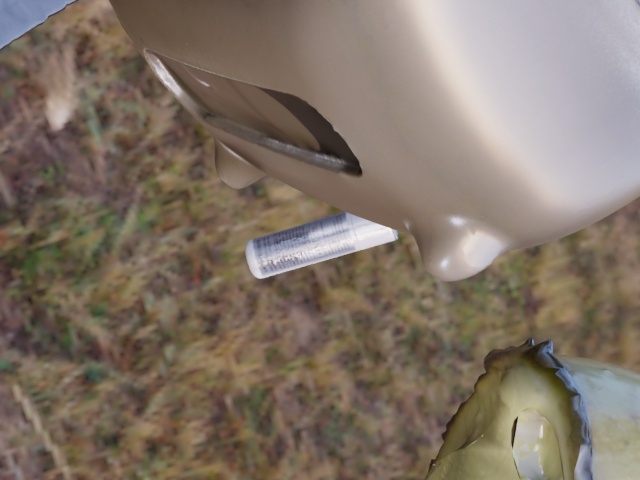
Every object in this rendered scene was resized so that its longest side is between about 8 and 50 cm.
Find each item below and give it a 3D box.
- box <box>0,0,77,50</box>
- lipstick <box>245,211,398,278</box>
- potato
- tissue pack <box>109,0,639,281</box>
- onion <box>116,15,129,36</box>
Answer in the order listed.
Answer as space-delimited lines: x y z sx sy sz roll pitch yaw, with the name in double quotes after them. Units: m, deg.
-0.212 -0.200 0.531 0.058 0.211 0.350 39 -18 54 "box"
0.000 0.000 1.493 0.040 0.141 0.040 -15 90 -84 "lipstick"
0.183 0.203 1.033 0.242 0.242 0.285 -23 130 -64 "potato"
0.044 -0.155 0.862 0.277 0.387 0.267 -50 122 -11 "tissue pack"
-0.033 -0.255 1.307 0.232 0.314 0.314 41 20 16 "onion"
